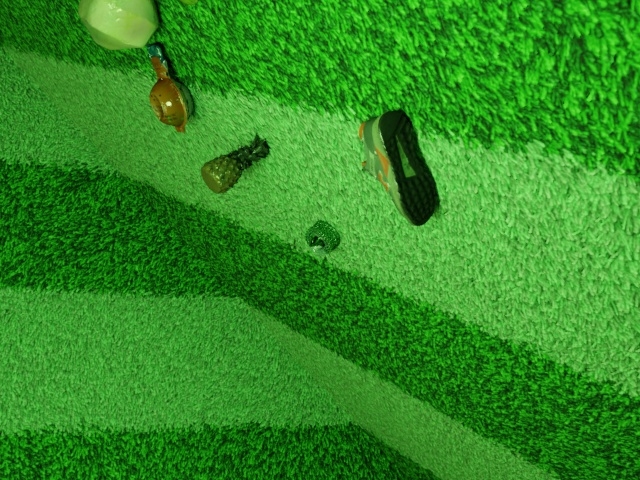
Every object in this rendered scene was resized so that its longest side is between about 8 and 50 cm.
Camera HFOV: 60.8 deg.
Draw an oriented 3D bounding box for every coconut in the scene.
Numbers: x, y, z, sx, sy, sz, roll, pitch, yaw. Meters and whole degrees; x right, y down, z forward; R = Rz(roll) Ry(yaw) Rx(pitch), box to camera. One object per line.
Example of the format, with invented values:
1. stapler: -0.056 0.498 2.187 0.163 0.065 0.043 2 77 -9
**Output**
1. coconut: -0.670 -0.748 1.805 0.259 0.259 0.259 33 149 23

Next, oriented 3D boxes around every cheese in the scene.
1. cheese: -0.566 -0.557 2.014 0.217 0.129 0.329 16 128 48

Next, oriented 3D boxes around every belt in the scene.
1. belt: 0.000 0.000 2.006 0.121 0.079 0.151 43 152 5

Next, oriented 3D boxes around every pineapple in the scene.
1. pineapple: -0.286 -0.266 1.878 0.128 0.248 0.128 41 156 23

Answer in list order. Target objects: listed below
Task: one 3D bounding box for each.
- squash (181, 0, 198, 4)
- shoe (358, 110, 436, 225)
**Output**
1. squash: -0.435 -0.773 1.620 0.201 0.066 0.066 45 152 10
2. shoe: 0.186 -0.186 1.473 0.171 0.132 0.336 13 136 53
